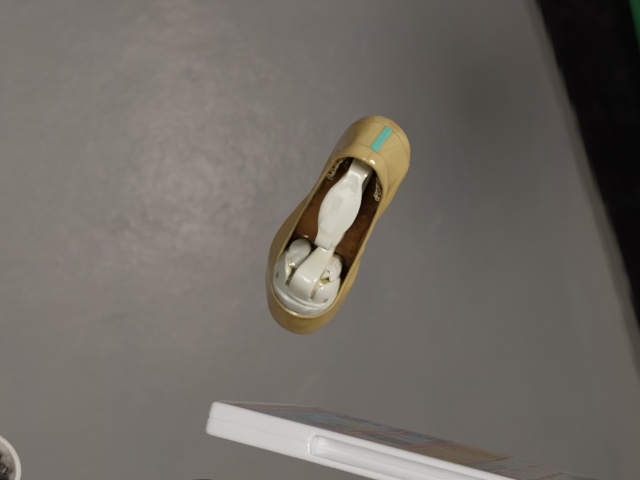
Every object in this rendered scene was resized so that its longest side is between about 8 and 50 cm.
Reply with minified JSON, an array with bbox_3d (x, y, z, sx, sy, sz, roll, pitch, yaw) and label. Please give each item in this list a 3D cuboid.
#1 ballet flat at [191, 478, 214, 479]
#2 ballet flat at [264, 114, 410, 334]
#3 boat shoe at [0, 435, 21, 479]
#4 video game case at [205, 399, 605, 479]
[{"bbox_3d":[-0.082,0.286,1.006,0.072,0.068,0.213,-49,125,-58],"label":"ballet flat"},{"bbox_3d":[0.000,0.000,1.023,0.232,0.080,0.073,-66,174,33],"label":"ballet flat"},{"bbox_3d":[-0.211,0.142,0.702,0.096,0.088,0.268,56,-14,29],"label":"boat shoe"},{"bbox_3d":[0.088,0.156,0.854,0.204,0.285,0.025,23,80,-69],"label":"video game case"}]
